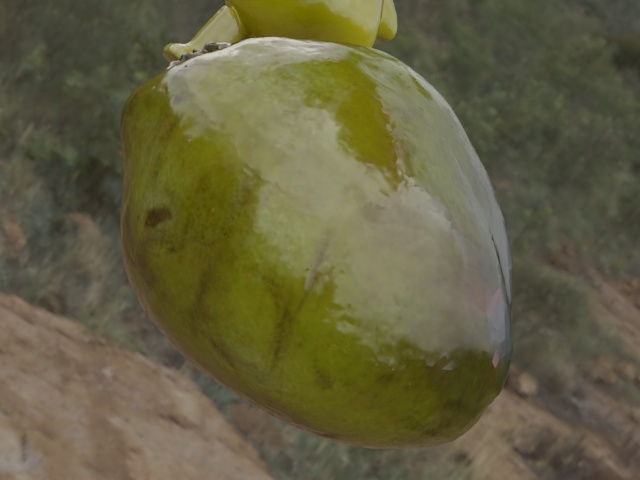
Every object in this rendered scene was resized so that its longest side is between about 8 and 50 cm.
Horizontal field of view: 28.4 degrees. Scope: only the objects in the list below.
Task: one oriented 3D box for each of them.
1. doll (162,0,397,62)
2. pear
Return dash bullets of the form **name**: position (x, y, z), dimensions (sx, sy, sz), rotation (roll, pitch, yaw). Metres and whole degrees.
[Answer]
- **doll**: position (0.018, -0.261, 1.130), dimensions (0.199, 0.363, 0.145), rotation (47, -6, -33)
- **pear**: position (0.000, 0.000, 0.874), dimensions (0.321, 0.269, 0.269), rotation (47, 17, -9)
